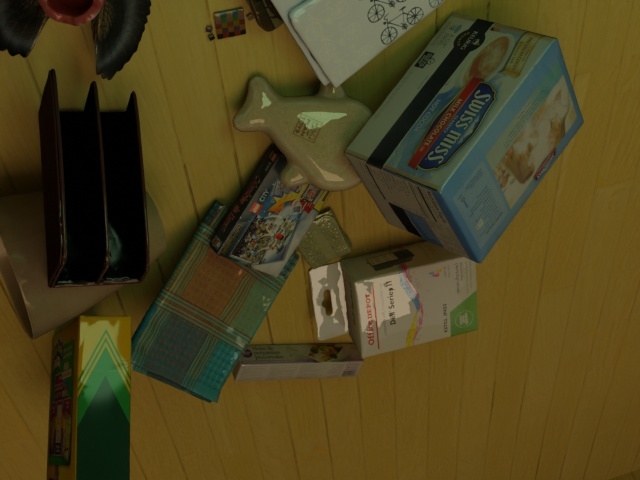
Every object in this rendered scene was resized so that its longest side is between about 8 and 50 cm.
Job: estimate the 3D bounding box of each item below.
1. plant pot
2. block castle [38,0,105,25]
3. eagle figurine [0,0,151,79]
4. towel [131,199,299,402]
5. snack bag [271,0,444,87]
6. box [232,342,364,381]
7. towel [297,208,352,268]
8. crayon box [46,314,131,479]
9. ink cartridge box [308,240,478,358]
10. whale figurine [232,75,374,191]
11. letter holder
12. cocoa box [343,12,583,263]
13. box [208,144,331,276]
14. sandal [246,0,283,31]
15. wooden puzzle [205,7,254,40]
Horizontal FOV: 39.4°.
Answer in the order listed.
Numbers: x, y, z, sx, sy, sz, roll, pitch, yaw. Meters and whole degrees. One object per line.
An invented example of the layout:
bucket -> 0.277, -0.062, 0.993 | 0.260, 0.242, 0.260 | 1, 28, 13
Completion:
plant pot -> -0.426, 0.009, 1.598 | 0.274, 0.256, 0.256 | -20, 140, -24
block castle -> -0.373, -0.481, 0.981 | 0.453, 0.213, 0.303 | 35, 120, -13
eagle figurine -> -0.334, -0.379, 1.288 | 0.226, 0.225, 0.298 | 51, 143, -8
towel -> -0.215, 0.135, 1.814 | 0.271, 0.040, 0.370 | 35, 84, -44
snack bag -> 0.066, -0.448, 1.426 | 0.323, 0.037, 0.342 | -37, 137, 2
box -> -0.054, 0.291, 2.152 | 0.324, 0.063, 0.067 | 1, 132, -24
towel -> 0.000, 0.000, 1.902 | 0.110, 0.027, 0.148 | -26, 138, 5
crayon box -> -0.448, 0.320, 1.721 | 0.106, 0.313, 0.363 | 5, 167, -24
ink cartridge box -> 0.165, 0.132, 1.999 | 0.353, 0.119, 0.207 | -13, 117, -10
whale figurine -> -0.024, -0.199, 1.626 | 0.272, 0.141, 0.216 | 22, 94, -14
letter holder -> -0.351, -0.096, 1.402 | 0.152, 0.302, 0.214 | -2, 167, -21
cocoa box -> 0.259, -0.182, 1.574 | 0.347, 0.228, 0.231 | -52, 138, -12
box -> -0.091, -0.053, 1.749 | 0.159, 0.044, 0.233 | 24, 105, -39
sandal -> -0.097, -0.413, 1.420 | 0.072, 0.049, 0.180 | -29, 143, -11
wooden puzzle -> -0.150, -0.360, 1.483 | 0.083, 0.006, 0.049 | -13, 137, -10
